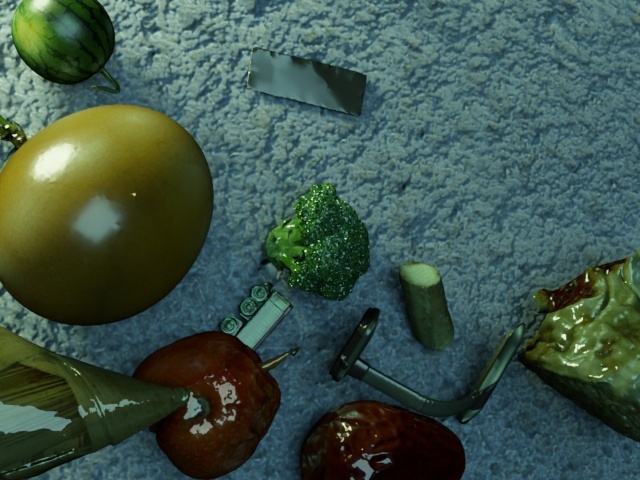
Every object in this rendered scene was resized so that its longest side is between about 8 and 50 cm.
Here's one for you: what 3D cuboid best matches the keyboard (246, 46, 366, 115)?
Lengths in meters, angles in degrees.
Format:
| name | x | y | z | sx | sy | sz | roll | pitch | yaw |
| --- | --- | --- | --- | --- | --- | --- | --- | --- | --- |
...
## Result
| name | x | y | z | sx | sy | sz | roll | pitch | yaw |
| --- | --- | --- | --- | --- | --- | --- | --- | --- | --- |
| keyboard | -0.022 | -0.256 | 1.752 | 0.197 | 0.015 | 0.074 | 11 | 84 | -16 |

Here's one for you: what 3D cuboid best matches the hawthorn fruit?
| name | x | y | z | sx | sy | sz | roll | pitch | yaw |
| --- | --- | --- | --- | --- | --- | --- | --- | --- | --- |
| hawthorn fruit | -0.136 | 0.213 | 1.546 | 0.243 | 0.207 | 0.207 | -33 | 94 | 2 |

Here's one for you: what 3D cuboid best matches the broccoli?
| name | x | y | z | sx | sy | sz | roll | pitch | yaw |
| --- | --- | --- | --- | --- | --- | --- | --- | --- | --- |
| broccoli | 0.000 | 0.000 | 1.653 | 0.156 | 0.195 | 0.195 | 8 | 79 | 21 |

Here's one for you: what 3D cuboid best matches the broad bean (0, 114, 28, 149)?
| name | x | y | z | sx | sy | sz | roll | pitch | yaw |
| --- | --- | --- | --- | --- | --- | --- | --- | --- | --- |
| broad bean | -0.563 | -0.112 | 1.531 | 0.292 | 0.049 | 0.144 | -32 | 77 | -10 |

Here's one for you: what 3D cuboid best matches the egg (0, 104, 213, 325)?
| name | x | y | z | sx | sy | sz | roll | pitch | yaw |
| --- | --- | --- | --- | --- | --- | --- | --- | --- | --- |
| egg | -0.296 | -0.039 | 1.491 | 0.282 | 0.283 | 0.351 | 42 | 45 | -9 |

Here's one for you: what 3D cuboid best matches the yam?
| name | x | y | z | sx | sy | sz | roll | pitch | yaw |
| --- | --- | --- | --- | --- | --- | --- | --- | --- | --- |
| yam | 0.170 | 0.104 | 1.738 | 0.070 | 0.070 | 0.146 | -26 | 118 | -19 |

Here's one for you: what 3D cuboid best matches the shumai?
| name | x | y | z | sx | sy | sz | roll | pitch | yaw |
| --- | --- | --- | --- | --- | --- | --- | --- | --- | --- |
| shumai | 0.487 | 0.136 | 1.705 | 0.292 | 0.330 | 0.288 | 36 | 84 | 4 |

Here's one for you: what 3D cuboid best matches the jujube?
| name | x | y | z | sx | sy | sz | roll | pitch | yaw |
| --- | --- | --- | --- | --- | --- | --- | --- | --- | --- |
| jujube | 0.096 | 0.336 | 1.648 | 0.255 | 0.190 | 0.189 | 5 | 82 | -35 |

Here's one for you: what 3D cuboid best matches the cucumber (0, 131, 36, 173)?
| name | x | y | z | sx | sy | sz | roll | pitch | yaw |
| --- | --- | --- | --- | --- | --- | --- | --- | --- | --- |
| cucumber | -0.433 | -0.100 | 1.575 | 0.064 | 0.064 | 0.112 | 36 | 73 | -11 |

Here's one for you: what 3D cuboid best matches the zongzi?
| name | x | y | z | sx | sy | sz | roll | pitch | yaw |
| --- | --- | --- | --- | --- | --- | --- | --- | --- | --- |
| zongzi | -0.477 | 0.091 | 1.428 | 0.467 | 0.218 | 0.499 | -25 | 93 | -9 |

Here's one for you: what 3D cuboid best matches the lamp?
| name | x | y | z | sx | sy | sz | roll | pitch | yaw |
| --- | --- | --- | --- | --- | --- | --- | --- | --- | --- |
| lamp | 0.174 | 0.174 | 1.672 | 0.283 | 0.124 | 0.203 | 25 | 105 | -13 |

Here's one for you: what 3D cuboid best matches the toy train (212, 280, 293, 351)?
| name | x | y | z | sx | sy | sz | roll | pitch | yaw |
| --- | --- | --- | --- | --- | --- | --- | --- | --- | --- |
| toy train | -0.111 | 0.131 | 1.664 | 0.071 | 0.038 | 0.148 | 44 | 74 | -8 |

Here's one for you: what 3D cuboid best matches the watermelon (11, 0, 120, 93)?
| name | x | y | z | sx | sy | sz | roll | pitch | yaw |
| --- | --- | --- | --- | --- | --- | --- | --- | --- | --- |
| watermelon | -0.360 | -0.285 | 1.584 | 0.140 | 0.141 | 0.187 | -46 | 106 | -17 |
